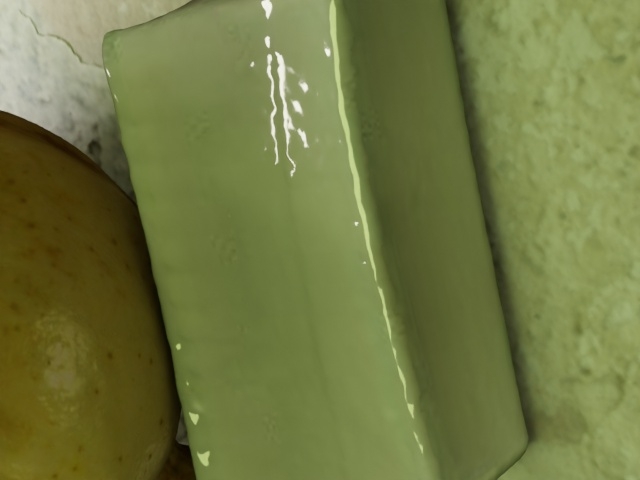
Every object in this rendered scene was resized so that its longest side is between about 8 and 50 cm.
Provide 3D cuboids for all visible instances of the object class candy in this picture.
[{"bbox_3d":[0.003,-0.001,1.261,0.208,0.145,0.358,-5,101,39],"label":"candy"}]

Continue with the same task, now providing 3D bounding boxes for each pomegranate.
[{"bbox_3d":[-0.247,0.098,1.356,0.410,0.410,0.410,12,112,33],"label":"pomegranate"}]
